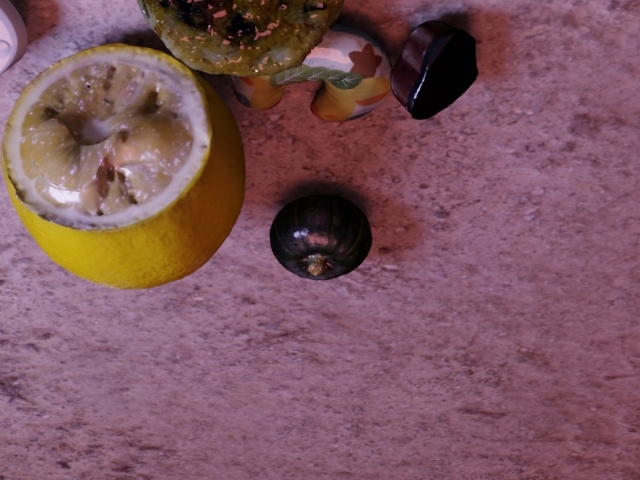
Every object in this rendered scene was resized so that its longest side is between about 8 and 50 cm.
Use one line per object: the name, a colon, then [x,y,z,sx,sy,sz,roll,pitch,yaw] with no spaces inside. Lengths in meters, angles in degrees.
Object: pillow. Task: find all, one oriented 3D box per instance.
pillow: [-0.011,-0.243,2.096,0.233,0.086,0.214,9,151,-10]

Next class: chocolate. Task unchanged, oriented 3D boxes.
chocolate: [0.162,-0.255,2.056,0.125,0.080,0.148,-14,134,-43]

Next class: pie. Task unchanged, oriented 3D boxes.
pie: [-0.096,-0.335,1.871,0.323,0.070,0.323,-9,143,-7]

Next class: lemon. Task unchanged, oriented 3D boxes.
lemon: [-0.271,-0.087,2.113,0.364,0.364,0.364,2,140,2]

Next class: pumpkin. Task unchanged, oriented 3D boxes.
pumpkin: [0.001,-0.003,2.343,0.167,0.125,0.167,-15,155,-7]

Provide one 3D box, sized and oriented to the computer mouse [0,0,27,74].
computer mouse: [-0.551,-0.274,2.062,0.297,0.121,0.184,-37,116,19]
